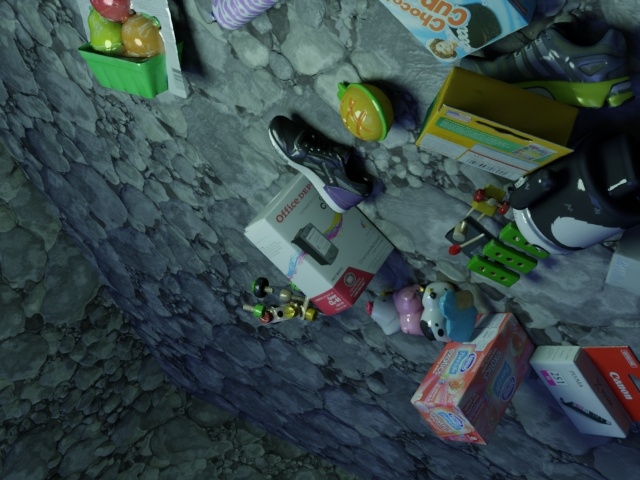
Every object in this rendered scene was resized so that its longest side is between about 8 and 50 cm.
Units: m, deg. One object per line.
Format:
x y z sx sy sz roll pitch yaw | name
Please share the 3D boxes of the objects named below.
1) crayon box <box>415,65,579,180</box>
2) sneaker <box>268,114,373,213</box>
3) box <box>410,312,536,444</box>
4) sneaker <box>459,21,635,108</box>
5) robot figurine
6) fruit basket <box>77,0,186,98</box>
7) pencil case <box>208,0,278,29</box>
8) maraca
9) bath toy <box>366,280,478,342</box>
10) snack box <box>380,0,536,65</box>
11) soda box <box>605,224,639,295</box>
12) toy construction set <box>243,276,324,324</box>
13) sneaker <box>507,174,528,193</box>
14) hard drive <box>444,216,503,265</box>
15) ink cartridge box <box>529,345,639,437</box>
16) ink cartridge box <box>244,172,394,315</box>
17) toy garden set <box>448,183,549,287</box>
0.283 -0.188 1.155 0.203 0.083 0.323 20 178 1 | crayon box
0.010 -0.199 1.624 0.283 0.107 0.124 44 134 -15 | sneaker
0.376 0.326 1.693 0.154 0.300 0.142 -13 121 52 | box
0.358 -0.289 1.128 0.300 0.111 0.121 17 118 41 | sneaker
0.457 -0.077 1.205 0.209 0.173 0.278 42 149 -5 | robot figurine
-0.455 -0.529 1.656 0.327 0.165 0.353 18 128 30 | fruit basket
-0.137 -0.492 1.396 0.206 0.086 0.088 -9 101 50 | pencil case
0.084 -0.267 1.439 0.186 0.099 0.127 37 150 58 | maraca
0.243 0.177 1.805 0.129 0.151 0.348 25 164 -27 | bath toy
0.165 -0.430 1.106 0.322 0.060 0.187 37 153 -24 | snack box
0.669 0.068 1.243 0.286 0.098 0.091 23 147 26 | soda box
-0.031 0.152 2.019 0.237 0.257 0.309 11 161 20 | toy construction set
0.398 -0.114 1.370 0.083 0.032 0.037 -13 99 56 | sneaker
0.355 0.012 1.578 0.135 0.022 0.094 40 149 -2 | hard drive
0.669 0.362 1.665 0.275 0.060 0.239 51 148 -19 | ink cartridge box
0.000 0.000 1.744 0.306 0.226 0.131 45 148 -11 | ink cartridge box
0.371 -0.014 1.453 0.204 0.049 0.244 24 145 -7 | toy garden set
